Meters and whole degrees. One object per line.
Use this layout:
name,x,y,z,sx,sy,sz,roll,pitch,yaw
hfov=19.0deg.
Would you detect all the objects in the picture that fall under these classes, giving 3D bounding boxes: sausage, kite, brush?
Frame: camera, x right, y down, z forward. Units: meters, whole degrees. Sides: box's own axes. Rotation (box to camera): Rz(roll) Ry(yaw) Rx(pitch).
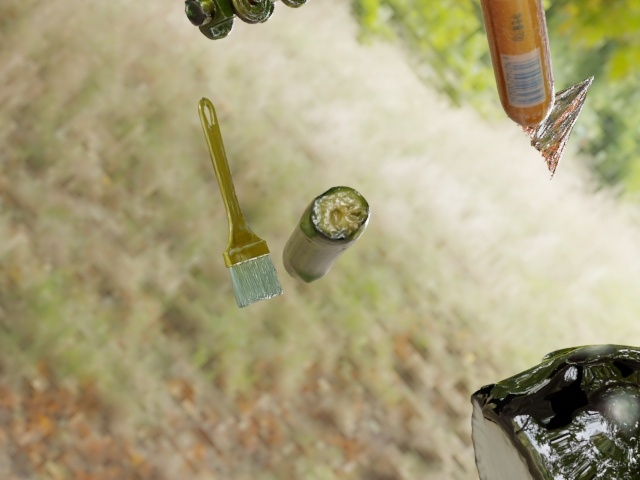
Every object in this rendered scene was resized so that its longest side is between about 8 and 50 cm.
sausage,0.155,-0.219,1.593,0.053,0.053,0.347,50,-15,42
kite,0.298,-0.157,2.354,0.008,0.125,0.222,38,-2,27
brush,-0.085,-0.039,1.837,0.083,0.011,0.205,-19,93,-62

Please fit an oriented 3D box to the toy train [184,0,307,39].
toy train,-0.066,-0.301,2.011,0.090,0.225,0.137,-18,-83,50

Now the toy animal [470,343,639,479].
toy animal,0.317,0.190,1.759,0.251,0.310,0.251,161,-90,-76

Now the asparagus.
asparagus,-0.001,-0.001,1.925,0.060,0.067,0.277,26,-15,-3
